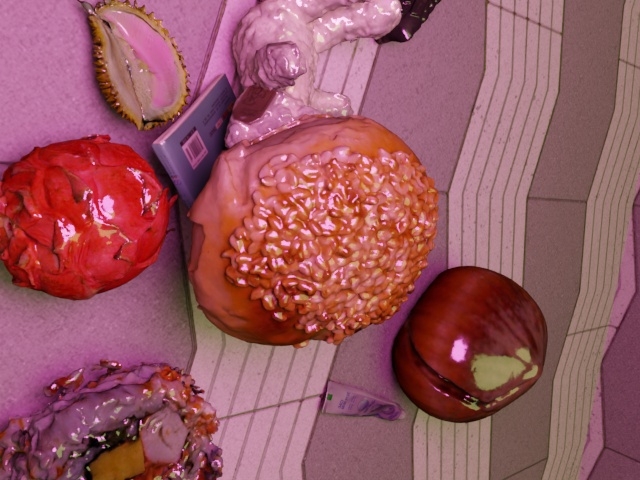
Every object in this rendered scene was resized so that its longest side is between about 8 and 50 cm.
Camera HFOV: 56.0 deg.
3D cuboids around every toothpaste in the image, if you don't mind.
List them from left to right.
[{"bbox_3d":[0.115,0.415,1.514,0.301,0.048,0.075,26,94,-40],"label":"toothpaste"}]

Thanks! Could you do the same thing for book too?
[{"bbox_3d":[-0.146,-0.075,1.080,0.264,0.031,0.379,-66,142,-49],"label":"book"}]

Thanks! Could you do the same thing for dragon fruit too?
[{"bbox_3d":[-0.345,-0.034,0.872,0.241,0.241,0.252,62,40,-33],"label":"dragon fruit"}]

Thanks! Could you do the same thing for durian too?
[{"bbox_3d":[-0.290,-0.271,0.942,0.137,0.096,0.220,-25,95,-45],"label":"durian"}]

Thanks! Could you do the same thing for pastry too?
[{"bbox_3d":[0.000,0.000,0.918,0.410,0.245,0.409,-18,127,-25],"label":"pastry"}]

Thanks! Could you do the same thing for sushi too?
[{"bbox_3d":[-0.346,0.390,1.011,0.418,0.176,0.417,-12,109,-39],"label":"sushi"}]

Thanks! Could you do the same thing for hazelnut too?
[{"bbox_3d":[0.373,0.257,1.522,0.359,0.359,0.409,53,58,-37],"label":"hazelnut"}]

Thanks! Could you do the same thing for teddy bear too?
[{"bbox_3d":[-0.003,-0.236,1.031,0.327,0.376,0.362,40,33,-71],"label":"teddy bear"}]

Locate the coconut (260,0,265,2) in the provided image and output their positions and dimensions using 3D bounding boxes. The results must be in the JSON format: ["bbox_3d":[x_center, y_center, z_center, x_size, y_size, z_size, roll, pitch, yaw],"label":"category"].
[{"bbox_3d":[-0.071,-0.449,1.099,0.082,0.083,0.081,12,131,-32],"label":"coconut"}]

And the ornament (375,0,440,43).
[{"bbox_3d":[0.143,-0.579,1.250,0.260,0.106,0.251,46,68,-33],"label":"ornament"}]
